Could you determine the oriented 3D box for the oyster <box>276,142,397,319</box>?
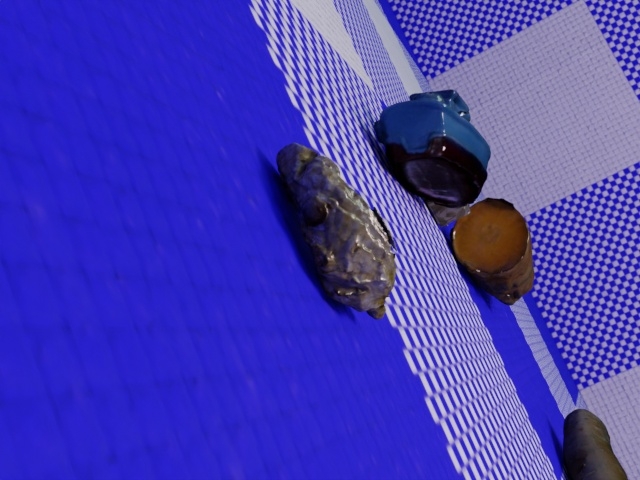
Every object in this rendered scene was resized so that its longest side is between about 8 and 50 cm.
[{"bbox_3d":[0.000,0.000,0.427,0.083,0.038,0.081,40,-25,26],"label":"oyster"}]

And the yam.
[{"bbox_3d":[0.329,0.290,1.014,0.317,0.067,0.071,-59,134,-73],"label":"yam"}]

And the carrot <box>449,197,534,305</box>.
[{"bbox_3d":[0.240,0.030,1.117,0.263,0.101,0.102,38,28,-64],"label":"carrot"}]

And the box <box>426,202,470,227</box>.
[{"bbox_3d":[0.137,-0.071,1.014,0.098,0.045,0.062,57,15,-20],"label":"box"}]

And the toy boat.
[{"bbox_3d":[0.120,-0.100,0.882,0.223,0.100,0.097,27,61,-65],"label":"toy boat"}]
